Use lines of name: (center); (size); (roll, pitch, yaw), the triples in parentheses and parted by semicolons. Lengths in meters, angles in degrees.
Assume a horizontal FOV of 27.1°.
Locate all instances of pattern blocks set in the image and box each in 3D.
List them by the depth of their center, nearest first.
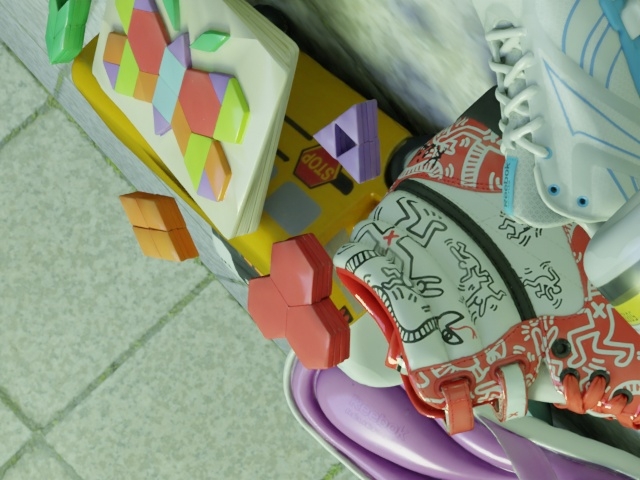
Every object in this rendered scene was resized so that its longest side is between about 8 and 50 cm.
pattern blocks set: (-0.080, -0.099, 0.804); (0.325, 0.026, 0.285); (36, 131, 38)

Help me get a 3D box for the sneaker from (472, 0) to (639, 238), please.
sneaker: (0.095, -0.051, 0.522); (0.191, 0.083, 0.071); (51, 172, -13)

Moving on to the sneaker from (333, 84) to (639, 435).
sneaker: (0.129, 0.062, 0.640); (0.270, 0.145, 0.090); (45, 171, 13)

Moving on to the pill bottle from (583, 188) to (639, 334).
pill bottle: (0.181, 0.038, 0.426); (0.184, 0.103, 0.103); (47, 171, 5)

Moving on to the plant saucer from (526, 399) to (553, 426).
plant saucer: (0.137, 0.100, 1.122); (0.195, 0.037, 0.195); (47, 171, 10)

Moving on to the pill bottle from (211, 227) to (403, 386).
pill bottle: (0.000, 0.000, 1.029); (0.245, 0.130, 0.130); (38, 167, 46)

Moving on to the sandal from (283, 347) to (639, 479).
sandal: (0.129, 0.207, 1.008); (0.416, 0.102, 0.169); (29, 120, 23)

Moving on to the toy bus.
toy bus: (-0.021, -0.053, 0.894); (0.332, 0.130, 0.108); (41, 169, 34)
